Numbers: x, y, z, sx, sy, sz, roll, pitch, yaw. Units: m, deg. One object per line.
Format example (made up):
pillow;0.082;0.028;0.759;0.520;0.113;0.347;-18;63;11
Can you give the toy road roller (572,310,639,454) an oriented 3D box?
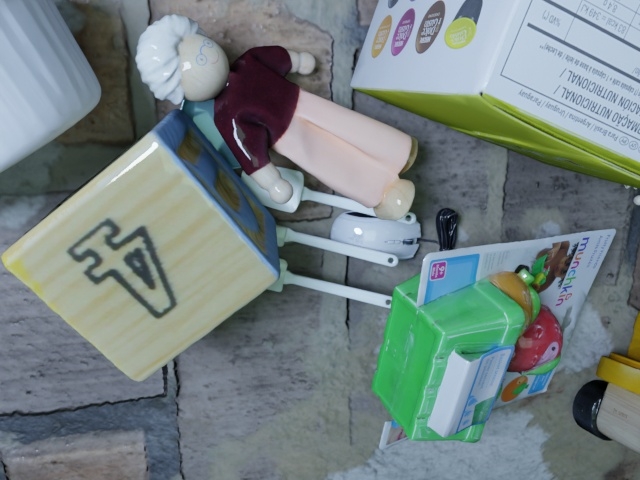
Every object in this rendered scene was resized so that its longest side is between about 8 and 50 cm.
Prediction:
toy road roller;0.618;0.258;0.887;0.329;0.202;0.241;17;91;-16

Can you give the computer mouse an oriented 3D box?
computer mouse;0.110;0.001;0.764;0.192;0.042;0.106;4;106;-15

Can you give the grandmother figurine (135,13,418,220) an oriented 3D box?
grandmother figurine;-0.041;-0.148;0.620;0.342;0.208;0.104;22;141;-25

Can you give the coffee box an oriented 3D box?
coffee box;0.280;-0.257;0.572;0.338;0.337;0.335;16;102;-19

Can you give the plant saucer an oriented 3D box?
plant saucer;-0.116;-0.151;0.675;0.119;0.021;0.120;-4;107;-12

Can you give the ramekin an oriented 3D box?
ramekin;-0.346;-0.130;0.497;0.277;0.277;0.135;-30;119;-4

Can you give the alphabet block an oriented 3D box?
alphabet block;-0.180;-0.004;0.602;0.197;0.192;0.193;-36;109;8

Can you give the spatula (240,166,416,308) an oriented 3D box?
spatula;0.000;0.000;0.722;0.241;0.019;0.168;13;99;-1

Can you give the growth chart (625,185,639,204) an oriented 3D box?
growth chart;0.507;-0.175;0.822;0.172;0.021;0.237;-40;112;-1

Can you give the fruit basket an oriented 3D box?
fruit basket;0.261;0.148;0.771;0.352;0.165;0.327;-3;120;-23
